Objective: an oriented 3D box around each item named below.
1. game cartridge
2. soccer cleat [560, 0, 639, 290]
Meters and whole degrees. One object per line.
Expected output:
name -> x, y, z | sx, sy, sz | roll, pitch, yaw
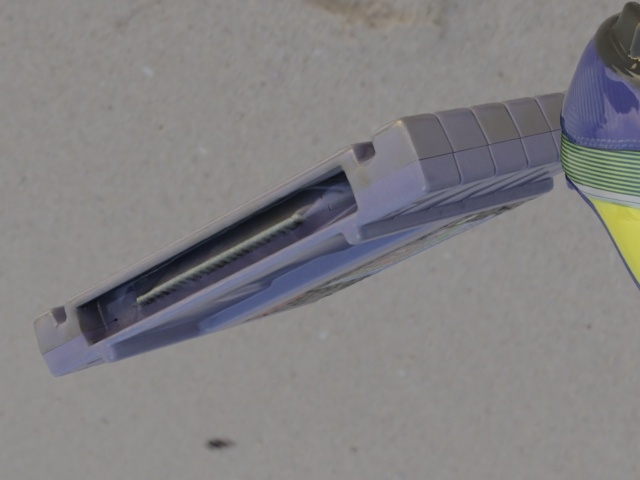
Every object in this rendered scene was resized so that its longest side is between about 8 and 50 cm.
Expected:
game cartridge -> 0.000, 0.000, 1.012 | 0.355, 0.230, 0.068 | -27, 78, 39
soccer cleat -> 0.191, 0.020, 0.570 | 0.289, 0.093, 0.121 | 54, 145, 38
